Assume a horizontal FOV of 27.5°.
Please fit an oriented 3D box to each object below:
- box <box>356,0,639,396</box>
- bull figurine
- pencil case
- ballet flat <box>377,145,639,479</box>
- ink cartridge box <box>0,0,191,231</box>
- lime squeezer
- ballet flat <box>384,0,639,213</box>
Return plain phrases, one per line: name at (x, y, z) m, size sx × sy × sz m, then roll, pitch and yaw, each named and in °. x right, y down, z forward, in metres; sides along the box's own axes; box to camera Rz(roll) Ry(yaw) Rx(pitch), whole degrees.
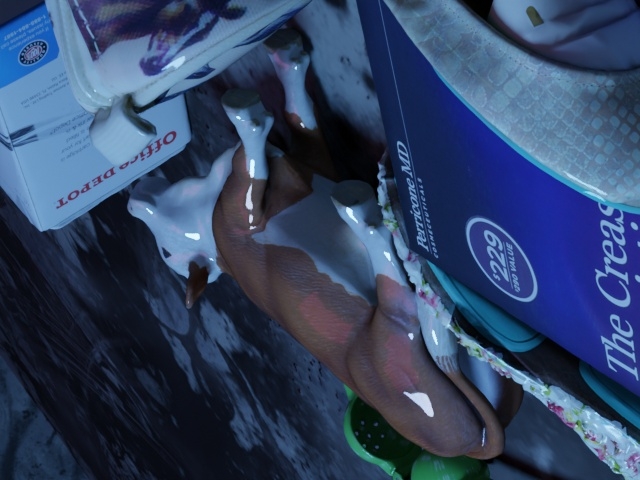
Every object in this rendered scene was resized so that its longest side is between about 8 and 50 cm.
box at (0.101, -0.080, 0.442) m, size 0.184 × 0.103 × 0.261 m, roll 37°, pitch 152°, yaw 45°
bull figurine at (0.000, 0.000, 0.760) m, size 0.310 × 0.101 × 0.188 m, roll 34°, pitch 144°, yaw 34°
pencil case at (-0.131, -0.247, 0.580) m, size 0.410 × 0.183 × 0.160 m, roll 61°, pitch 158°, yaw -14°
ballet flat at (0.110, 0.050, 0.598) m, size 0.241 × 0.091 × 0.077 m, roll 46°, pitch 153°, yaw 14°
ink cartridge box at (-0.177, -0.119, 0.914) m, size 0.082 × 0.139 × 0.191 m, roll 42°, pitch 155°, yaw 29°
lime squeezer at (0.073, 0.124, 0.877) m, size 0.310 × 0.058 × 0.110 m, roll 40°, pitch 124°, yaw 38°
ballet flat at (0.044, -0.076, 0.357) m, size 0.168 × 0.057 × 0.052 m, roll 46°, pitch 146°, yaw 22°
